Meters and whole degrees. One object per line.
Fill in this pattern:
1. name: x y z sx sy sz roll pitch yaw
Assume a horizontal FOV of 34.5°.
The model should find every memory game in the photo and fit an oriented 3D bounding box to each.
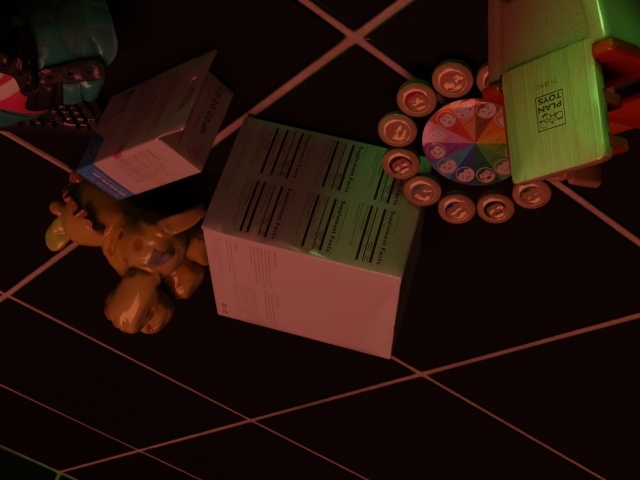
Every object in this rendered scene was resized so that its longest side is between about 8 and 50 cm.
1. memory game: 0.144 -0.087 0.947 0.186 0.012 0.186 6 132 7

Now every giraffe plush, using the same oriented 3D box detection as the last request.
1. giraffe plush: -0.237 -0.005 1.239 0.170 0.181 0.210 35 165 14

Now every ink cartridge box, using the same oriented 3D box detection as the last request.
1. ink cartridge box: -0.156 -0.113 1.037 0.181 0.104 0.061 -13 139 44

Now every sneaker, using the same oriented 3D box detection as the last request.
1. sneaker: -0.273 -0.180 0.899 0.178 0.124 0.295 -20 172 0

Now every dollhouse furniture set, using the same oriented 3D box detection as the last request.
1. dollhouse furniture set: 0.230 -0.098 0.713 0.259 0.135 0.262 5 166 -40

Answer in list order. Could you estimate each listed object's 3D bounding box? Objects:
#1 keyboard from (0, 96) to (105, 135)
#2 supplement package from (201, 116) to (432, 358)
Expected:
1. keyboard: -0.397 -0.173 1.100 0.317 0.033 0.201 3 150 7
2. supplement package: 0.000 0.000 1.097 0.203 0.149 0.194 14 151 8
